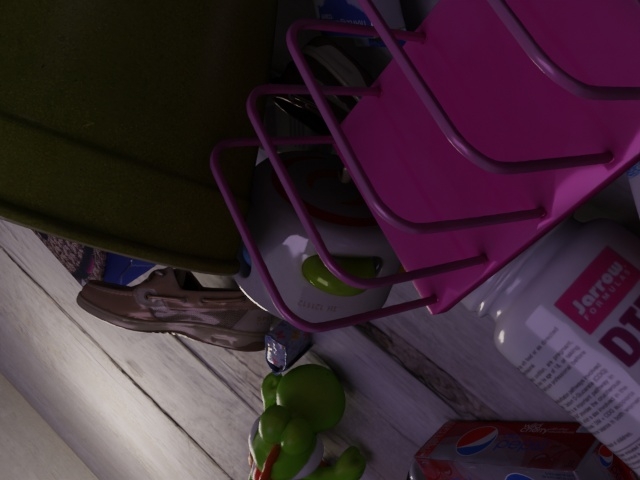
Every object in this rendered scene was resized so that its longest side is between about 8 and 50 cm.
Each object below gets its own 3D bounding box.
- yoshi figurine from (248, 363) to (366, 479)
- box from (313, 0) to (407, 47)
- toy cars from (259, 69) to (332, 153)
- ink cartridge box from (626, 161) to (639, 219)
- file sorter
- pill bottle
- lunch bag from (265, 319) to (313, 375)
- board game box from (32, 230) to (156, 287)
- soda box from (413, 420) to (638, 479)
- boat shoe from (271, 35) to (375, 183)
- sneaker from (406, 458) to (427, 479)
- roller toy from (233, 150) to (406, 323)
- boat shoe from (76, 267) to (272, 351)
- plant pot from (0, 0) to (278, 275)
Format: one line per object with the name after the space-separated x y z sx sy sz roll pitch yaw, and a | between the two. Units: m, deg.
-0.030 0.317 1.241 0.362 0.204 0.203 98 168 -62 | yoshi figurine
0.024 -0.265 0.709 0.109 0.042 0.178 28 139 58 | box
-0.136 -0.242 0.902 0.393 0.087 0.176 55 146 -3 | toy cars
0.305 -0.069 0.552 0.134 0.078 0.231 -2 119 50 | ink cartridge box
0.074 -0.086 0.547 0.290 0.182 0.202 -47 63 42 | file sorter
0.258 0.082 0.664 0.283 0.160 0.160 41 144 16 | pill bottle
-0.048 0.165 1.169 0.053 0.071 0.083 30 137 23 | lunch bag
-0.423 -0.076 1.330 0.291 0.141 0.232 45 144 11 | board game box
0.244 0.284 0.924 0.263 0.083 0.092 -17 107 54 | soda box
0.056 -0.090 0.776 0.257 0.095 0.095 43 170 5 | boat shoe
0.227 0.444 1.074 0.296 0.104 0.147 45 147 21 | sneaker
0.000 0.000 0.850 0.191 0.209 0.146 30 125 20 | roller toy
-0.236 0.095 1.227 0.341 0.121 0.110 10 94 13 | boat shoe
-0.193 -0.192 0.714 0.366 0.366 0.353 22 93 37 | plant pot
